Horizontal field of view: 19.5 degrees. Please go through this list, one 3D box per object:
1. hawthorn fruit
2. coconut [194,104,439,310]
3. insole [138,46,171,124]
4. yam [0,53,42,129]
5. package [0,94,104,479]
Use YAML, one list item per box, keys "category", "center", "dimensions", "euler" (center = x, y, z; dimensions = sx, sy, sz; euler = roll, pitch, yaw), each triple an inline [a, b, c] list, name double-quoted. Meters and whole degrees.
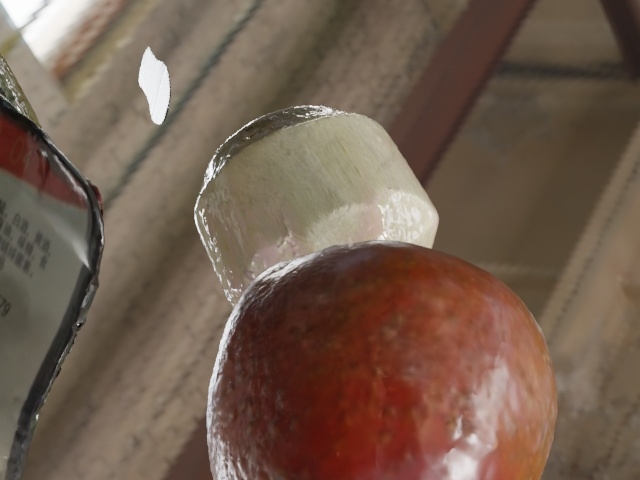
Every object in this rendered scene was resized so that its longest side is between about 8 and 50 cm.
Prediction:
- category: "hawthorn fruit"
  center: [0.027, 0.119, 1.215]
  dimensions: [0.235, 0.231, 0.263]
  euler: [-1, -161, 35]
- category: "coconut"
  center: [0.000, 0.000, 1.705]
  dimensions: [0.224, 0.224, 0.234]
  euler: [-23, -108, 9]
- category: "insole"
  center: [-0.133, -0.125, 1.491]
  dimensions: [0.002, 0.045, 0.135]
  euler: [12, -164, -19]
- category: "yam"
  center: [-0.200, -0.087, 1.198]
  dimensions: [0.027, 0.129, 0.033]
  euler: [-30, -156, -2]
- category: "package"
  center: [-0.155, 0.051, 0.699]
  dimensions: [0.166, 0.040, 0.232]
  euler: [38, -71, 42]
